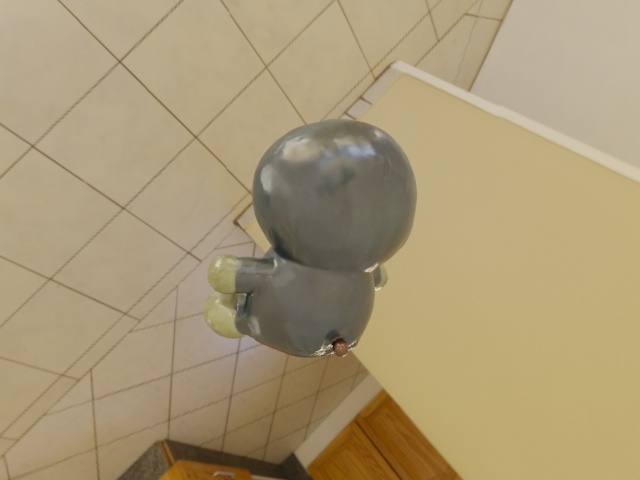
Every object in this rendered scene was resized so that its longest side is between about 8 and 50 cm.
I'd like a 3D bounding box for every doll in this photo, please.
[{"bbox_3d":[0.000,0.000,0.513,0.227,0.154,0.259,4,104,-32],"label":"doll"}]
